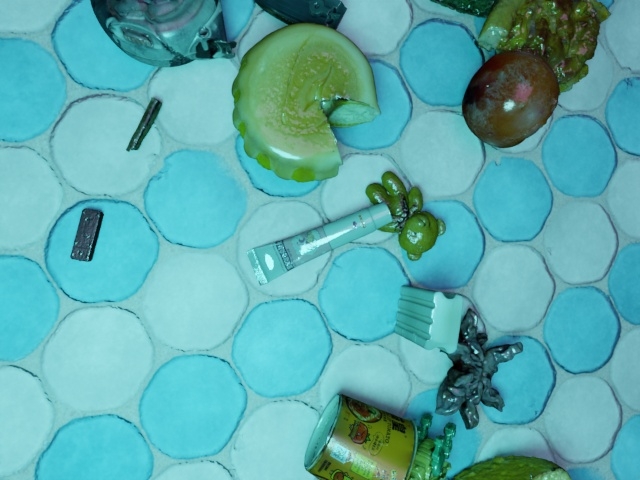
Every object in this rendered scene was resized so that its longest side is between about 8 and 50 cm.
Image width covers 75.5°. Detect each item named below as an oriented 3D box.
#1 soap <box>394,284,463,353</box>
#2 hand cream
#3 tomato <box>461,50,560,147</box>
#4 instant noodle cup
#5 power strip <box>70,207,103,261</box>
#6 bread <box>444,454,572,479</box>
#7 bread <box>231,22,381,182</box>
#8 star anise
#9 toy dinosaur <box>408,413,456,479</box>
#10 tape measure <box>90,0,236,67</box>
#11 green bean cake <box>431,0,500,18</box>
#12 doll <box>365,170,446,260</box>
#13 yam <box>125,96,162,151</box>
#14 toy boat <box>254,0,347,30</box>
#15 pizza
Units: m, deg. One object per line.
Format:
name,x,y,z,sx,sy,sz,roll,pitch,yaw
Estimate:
soap,0.228,0.164,0.900,0.067,0.198,0.118,9,87,-8
hand cream,0.000,0.000,0.932,0.331,0.058,0.085,-23,95,5
tomato,0.427,-0.325,0.952,0.185,0.208,0.208,33,83,-1
instant noodle cup,0.077,0.437,0.868,0.172,0.216,0.215,28,83,1
power strip,-0.488,-0.010,0.865,0.038,0.029,0.111,13,83,-9
bread,0.398,0.606,0.925,0.340,0.179,0.194,-22,90,-8
bread,-0.039,-0.292,0.890,0.333,0.160,0.332,1,86,-11
star anise,0.351,0.304,0.962,0.213,0.129,0.282,9,90,-26
toy dinosaur,0.221,0.472,0.885,0.094,0.259,0.153,8,84,32
tape measure,-0.327,-0.502,0.854,0.275,0.147,0.256,-8,89,-11
green bean cake,0.366,-0.620,0.952,0.194,0.208,0.107,17,88,-7
doll,0.194,-0.062,0.958,0.137,0.097,0.209,-42,90,-3
yam,-0.383,-0.247,0.897,0.027,0.033,0.129,28,87,-35
toy boat,-0.059,-0.537,0.939,0.246,0.103,0.092,29,97,6
pizza,0.563,-0.503,1.019,0.409,0.114,0.277,-11,91,-17
